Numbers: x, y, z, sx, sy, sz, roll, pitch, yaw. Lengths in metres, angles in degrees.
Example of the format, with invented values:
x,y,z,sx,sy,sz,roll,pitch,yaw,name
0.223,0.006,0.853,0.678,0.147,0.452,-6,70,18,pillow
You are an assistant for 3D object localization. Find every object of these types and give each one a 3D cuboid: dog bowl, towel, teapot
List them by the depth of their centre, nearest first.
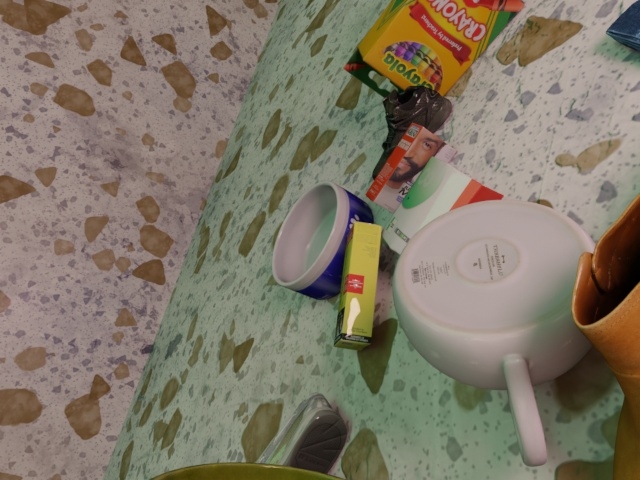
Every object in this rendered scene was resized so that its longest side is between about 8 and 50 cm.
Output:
x,y,z,sx,sy,sz,roll,pitch,yaw,name
0.219,0.089,0.592,0.256,0.187,0.252,-41,39,-19,teapot
0.457,-0.293,0.665,0.067,0.029,0.119,-50,30,23,towel
0.000,0.000,1.125,0.265,0.104,0.264,-40,36,38,dog bowl

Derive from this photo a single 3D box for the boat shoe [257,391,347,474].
x,y,z,sx,sy,sz,roll,pitch,yaw,name
-0.072,0.429,0.877,0.320,0.118,0.103,-59,21,1,boat shoe

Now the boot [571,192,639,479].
x,y,z,sx,sy,sz,roll,pitch,yaw,name
0.280,0.115,0.421,0.104,0.211,0.295,14,79,63,boot

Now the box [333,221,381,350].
x,y,z,sx,sy,sz,roll,pitch,yaw,name
0.072,0.087,0.925,0.087,0.058,0.232,111,169,-69,box

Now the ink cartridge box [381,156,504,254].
x,y,z,sx,sy,sz,roll,pitch,yaw,name
0.193,-0.040,0.832,0.181,0.056,0.224,-57,13,12,ink cartridge box

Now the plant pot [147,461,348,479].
x,y,z,sx,sy,sz,roll,pitch,yaw,name
-0.078,0.517,0.603,0.366,0.367,0.352,-9,71,58,plant pot

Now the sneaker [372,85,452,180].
x,y,z,sx,sy,sz,roll,pitch,yaw,name
0.158,-0.229,1.025,0.227,0.130,0.087,-52,27,25,sneaker

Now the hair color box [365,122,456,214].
x,y,z,sx,sy,sz,roll,pitch,yaw,name
0.175,-0.131,0.945,0.167,0.093,0.053,-58,25,12,hair color box

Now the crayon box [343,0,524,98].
x,y,z,sx,sy,sz,roll,pitch,yaw,name
0.223,-0.417,0.995,0.318,0.202,0.081,-48,31,29,crayon box
